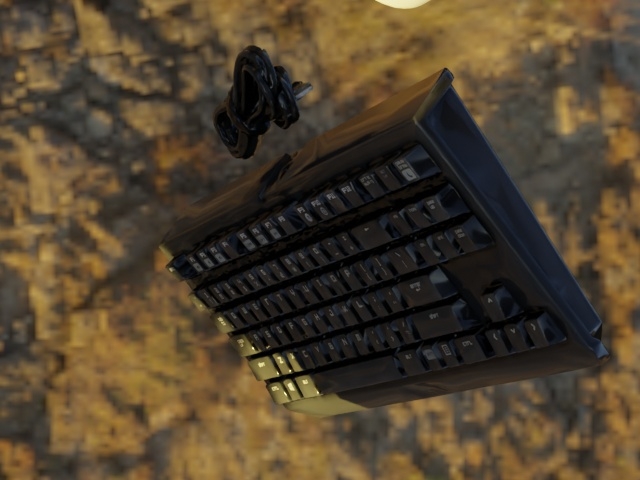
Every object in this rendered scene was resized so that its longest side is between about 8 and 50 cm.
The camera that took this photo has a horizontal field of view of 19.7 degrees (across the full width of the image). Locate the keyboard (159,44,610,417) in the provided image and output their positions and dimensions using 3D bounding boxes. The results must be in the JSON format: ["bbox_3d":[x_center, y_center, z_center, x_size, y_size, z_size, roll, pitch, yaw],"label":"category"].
[{"bbox_3d":[0.000,0.000,0.498,0.023,0.180,0.108,-35,95,-26],"label":"keyboard"}]

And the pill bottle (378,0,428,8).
[{"bbox_3d":[0.047,-0.084,0.283,0.065,0.116,0.065,37,37,-34],"label":"pill bottle"}]
